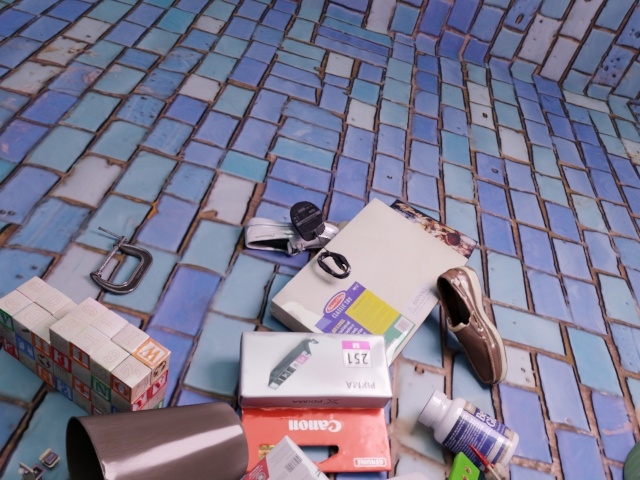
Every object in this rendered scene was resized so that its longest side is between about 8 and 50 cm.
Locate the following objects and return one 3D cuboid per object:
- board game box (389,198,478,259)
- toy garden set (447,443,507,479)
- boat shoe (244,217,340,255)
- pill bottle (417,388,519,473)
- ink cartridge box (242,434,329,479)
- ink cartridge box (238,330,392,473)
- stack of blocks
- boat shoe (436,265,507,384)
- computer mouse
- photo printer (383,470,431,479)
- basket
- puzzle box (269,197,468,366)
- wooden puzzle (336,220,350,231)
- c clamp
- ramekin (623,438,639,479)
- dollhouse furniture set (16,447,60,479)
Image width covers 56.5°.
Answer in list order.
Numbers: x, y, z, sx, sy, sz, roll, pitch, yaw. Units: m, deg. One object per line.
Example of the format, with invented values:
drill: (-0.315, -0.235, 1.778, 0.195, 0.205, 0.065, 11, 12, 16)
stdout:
board game box: (0.270, -0.012, 1.523, 0.243, 0.042, 0.165, 29, 30, 12)
toy garden set: (0.298, 0.452, 0.971, 0.244, 0.049, 0.204, 47, 24, 8)
boat shoe: (-0.066, 0.002, 1.395, 0.226, 0.083, 0.076, 3, 53, 0)
pill bottle: (0.270, 0.352, 1.108, 0.169, 0.094, 0.094, 31, 42, 14)
ink cartridge box: (-0.041, 0.399, 0.950, 0.099, 0.056, 0.135, -41, 65, -19)
ink cartridge box: (-0.008, 0.283, 1.065, 0.275, 0.060, 0.239, 3, 52, -11)
stack of blocks: (-0.397, 0.183, 0.992, 0.297, 0.171, 0.087, 30, 42, 14)
boat shoe: (0.307, 0.184, 1.260, 0.095, 0.095, 0.258, -8, 72, -36)
computer mouse: (0.000, 0.000, 1.308, 0.071, 0.041, 0.242, -28, 53, -5)
photo printer: (0.131, 0.456, 0.825, 0.256, 0.107, 0.307, 49, 14, 32)
basket: (-0.235, 0.331, 0.891, 0.226, 0.154, 0.204, -7, 63, -41)
puzzle box: (0.115, 0.097, 1.308, 0.272, 0.052, 0.409, 36, 53, 14)
wooden puzzle: (0.121, 0.055, 1.419, 0.238, 0.044, 0.221, 24, 41, 6)
c clamp: (-0.427, 0.046, 1.249, 0.137, 0.022, 0.161, 18, 39, -8)
ramekin: (0.729, 0.467, 1.110, 0.303, 0.148, 0.303, 11, 41, -10)
dollhouse furniture set: (-0.388, 0.357, 0.870, 0.114, 0.081, 0.091, 28, 42, 11)
